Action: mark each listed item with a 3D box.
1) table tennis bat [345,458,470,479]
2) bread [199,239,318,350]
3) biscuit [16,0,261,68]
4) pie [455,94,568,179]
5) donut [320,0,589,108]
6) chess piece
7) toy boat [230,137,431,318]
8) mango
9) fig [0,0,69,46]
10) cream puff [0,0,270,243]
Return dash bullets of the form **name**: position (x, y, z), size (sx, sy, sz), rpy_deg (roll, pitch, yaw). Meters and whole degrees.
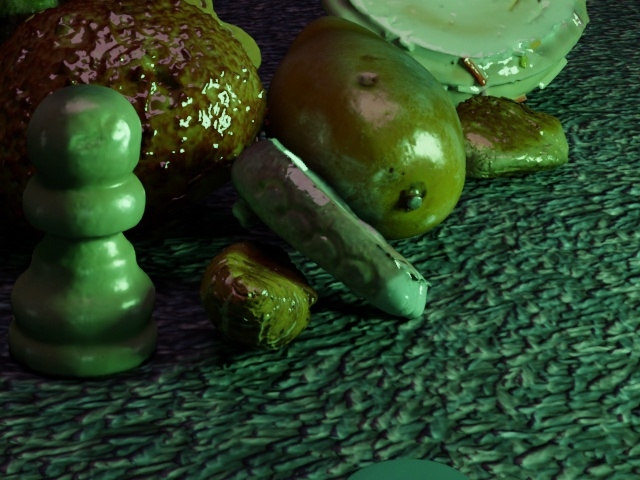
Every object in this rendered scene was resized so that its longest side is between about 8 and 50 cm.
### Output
- **table tennis bat**: position (0.052, 0.199, 1.095), size (0.100, 0.019, 0.155), rpy_deg (22, 28, 38)
- **bread**: position (-0.059, 0.053, 1.340), size (0.105, 0.076, 0.233), rpy_deg (25, 11, -2)
- **biscuit**: position (-0.234, -0.224, 1.827), size (0.355, 0.052, 0.275), rpy_deg (-30, 78, -40)
- **pie**: position (0.220, -0.120, 1.789), size (0.163, 0.079, 0.193), rpy_deg (18, 28, 24)
- **donut**: position (0.183, -0.323, 2.045), size (0.382, 0.142, 0.383), rpy_deg (2, 50, -3)
- **chess piece**: position (-0.205, -0.015, 1.282), size (0.133, 0.243, 0.133), rpy_deg (4, 22, -1)
- **toy boat**: position (0.000, 0.000, 1.388), size (0.227, 0.085, 0.155), rpy_deg (43, 6, 10)
- **mango**: position (0.040, -0.132, 1.617), size (0.221, 0.199, 0.384), rpy_deg (27, 23, -28)
- **fig**: position (-0.366, -0.266, 1.947), size (0.235, 0.203, 0.203), rpy_deg (1, 18, -44)
- **cream puff**: position (-0.225, -0.139, 1.528), size (0.350, 0.229, 0.350), rpy_deg (-24, 22, 10)
